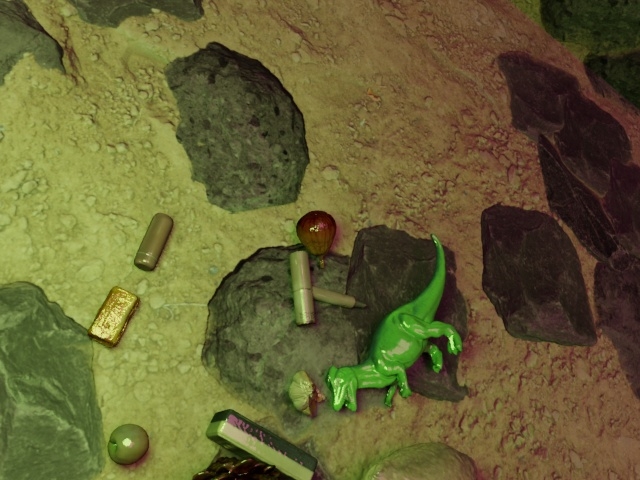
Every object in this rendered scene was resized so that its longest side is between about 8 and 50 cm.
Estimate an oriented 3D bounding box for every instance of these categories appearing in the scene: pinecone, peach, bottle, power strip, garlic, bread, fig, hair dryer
[{"bbox_3d":[-0.170,0.549,1.170,0.228,0.202,0.202,11,70,-38],"label":"pinecone"},{"bbox_3d":[-0.394,0.420,1.176,0.083,0.083,0.083,11,66,-24],"label":"peach"},{"bbox_3d":[-0.396,0.003,1.358,0.053,0.053,0.140,25,60,-17],"label":"bottle"},{"bbox_3d":[-0.128,0.470,1.281,0.256,0.105,0.070,33,59,-13],"label":"power strip"},{"bbox_3d":[-0.038,0.373,1.387,0.074,0.094,0.113,-22,86,8],"label":"garlic"},{"bbox_3d":[-0.456,0.167,1.261,0.074,0.053,0.132,25,61,-13],"label":"bread"},{"bbox_3d":[0.003,-0.011,1.541,0.119,0.119,0.153,-32,89,-34],"label":"fig"},{"bbox_3d":[0.026,0.129,1.533,0.220,0.053,0.195,2,69,-28],"label":"hair dryer"}]

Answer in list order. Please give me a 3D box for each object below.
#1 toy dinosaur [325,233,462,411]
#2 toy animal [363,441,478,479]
[{"bbox_3d":[0.184,0.211,1.568,0.374,0.144,0.500,3,65,-14],"label":"toy dinosaur"},{"bbox_3d":[0.250,0.613,1.378,0.358,0.188,0.227,-3,81,-30],"label":"toy animal"}]
